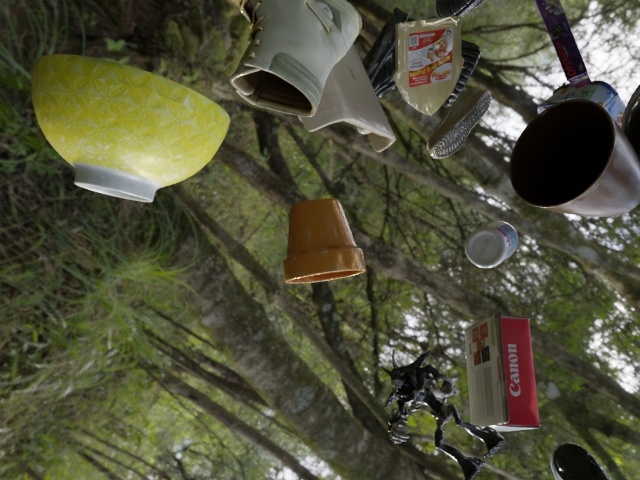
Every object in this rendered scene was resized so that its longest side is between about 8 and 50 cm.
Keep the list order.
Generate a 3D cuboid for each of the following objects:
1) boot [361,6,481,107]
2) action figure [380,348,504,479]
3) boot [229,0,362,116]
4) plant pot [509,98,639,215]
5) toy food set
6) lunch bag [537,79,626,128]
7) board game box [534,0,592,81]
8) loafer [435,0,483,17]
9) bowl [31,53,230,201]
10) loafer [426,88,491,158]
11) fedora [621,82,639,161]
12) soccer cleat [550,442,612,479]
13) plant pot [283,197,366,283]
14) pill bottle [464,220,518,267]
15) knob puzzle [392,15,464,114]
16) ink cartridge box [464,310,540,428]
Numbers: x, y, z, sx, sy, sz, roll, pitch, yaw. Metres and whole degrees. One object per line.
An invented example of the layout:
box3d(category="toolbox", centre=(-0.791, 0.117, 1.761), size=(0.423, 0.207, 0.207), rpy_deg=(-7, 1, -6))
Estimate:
box3d(category="boot", centre=(0.235, -0.420, 1.517), size=(0.348, 0.260, 0.131), rpy_deg=(-55, -164, 44))
box3d(category="action figure", centre=(0.214, 0.326, 1.096), size=(0.164, 0.275, 0.141), rpy_deg=(-54, 155, 10))
box3d(category="boot", centre=(-0.072, -0.247, 0.654), size=(0.165, 0.213, 0.077), rpy_deg=(-66, -174, -27))
box3d(category="plant pot", centre=(0.537, -0.134, 1.120), size=(0.215, 0.230, 0.215), rpy_deg=(-32, -131, 46))
box3d(category="toy food set", centre=(0.017, -0.272, 0.993), size=(0.092, 0.220, 0.306), rpy_deg=(-26, 171, 23))
box3d(category="lunch bag", centre=(0.786, -0.329, 1.646), size=(0.115, 0.303, 0.243), rpy_deg=(-44, -164, -9))
box3d(category="board game box", centre=(0.565, -0.461, 1.304), size=(0.056, 0.208, 0.347), rpy_deg=(-17, -178, 29))
box3d(category="loafer", centre=(0.361, -0.590, 1.181), size=(0.095, 0.109, 0.302), rpy_deg=(-12, 149, -37))
box3d(category="bowl", centre=(-0.295, -0.147, 0.854), size=(0.289, 0.289, 0.156), rpy_deg=(174, -71, -74))
box3d(category="loafer", centre=(0.401, -0.353, 1.689), size=(0.268, 0.102, 0.092), rpy_deg=(-46, -129, -13))
box3d(category="fedora", centre=(0.814, -0.263, 1.283), size=(0.275, 0.124, 0.244), rpy_deg=(87, -8, -65))
box3d(category="soccer cleat", centre=(0.608, 0.583, 1.180), size=(0.116, 0.143, 0.331), rpy_deg=(-27, -127, 2))
box3d(category="plant pot", centre=(0.000, 0.000, 1.420), size=(0.205, 0.205, 0.188), rpy_deg=(152, -68, -65))
box3d(category="pill bottle", centre=(0.375, 0.004, 1.214), size=(0.087, 0.087, 0.160), rpy_deg=(-48, 164, 28))
box3d(category="knob puzzle", centre=(0.222, -0.361, 1.181), size=(0.213, 0.213, 0.030), rpy_deg=(-56, -141, -4))
box3d(category="ink cartridge box", centre=(0.530, 0.383, 1.628), size=(0.272, 0.130, 0.309), rpy_deg=(108, -15, -69))
